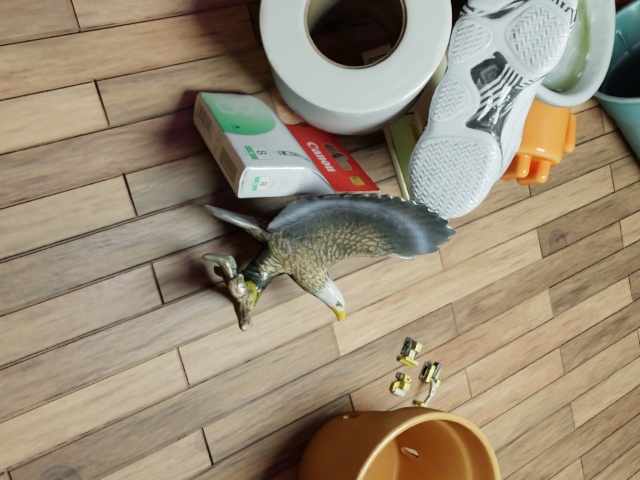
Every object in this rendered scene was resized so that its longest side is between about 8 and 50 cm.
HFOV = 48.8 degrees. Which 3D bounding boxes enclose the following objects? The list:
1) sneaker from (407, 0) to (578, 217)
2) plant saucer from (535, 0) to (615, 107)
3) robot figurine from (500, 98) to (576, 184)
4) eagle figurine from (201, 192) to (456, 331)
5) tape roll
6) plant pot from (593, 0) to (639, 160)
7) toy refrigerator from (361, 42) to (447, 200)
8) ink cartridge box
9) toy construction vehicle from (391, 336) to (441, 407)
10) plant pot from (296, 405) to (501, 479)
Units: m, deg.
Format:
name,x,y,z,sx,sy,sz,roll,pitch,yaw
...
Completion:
name,x,y,z,sx,sy,sz,roll,pitch,yaw
sneaker,0.237,-0.212,0.980,0.137,0.210,0.366,25,104,11
plant saucer,0.341,-0.408,1.146,0.400,0.100,0.401,4,84,-40
robot figurine,0.378,-0.211,1.260,0.128,0.158,0.219,22,78,-72
eagle figurine,0.005,0.008,0.980,0.298,0.226,0.225,-32,139,-4
tape roll,0.044,-0.277,0.963,0.246,0.169,0.246,0,88,1
plant pot,0.729,-0.273,1.380,0.341,0.341,0.334,-54,126,-18
toy refrigerator,0.160,-0.189,1.138,0.094,0.102,0.270,-25,106,-29
ink cartridge box,-0.042,-0.134,0.974,0.224,0.181,0.056,-6,133,-30
toy construction vehicle,0.168,0.227,1.201,0.086,0.035,0.098,33,75,-29
plant pot,0.099,0.382,1.066,0.291,0.203,0.291,-1,92,-32
